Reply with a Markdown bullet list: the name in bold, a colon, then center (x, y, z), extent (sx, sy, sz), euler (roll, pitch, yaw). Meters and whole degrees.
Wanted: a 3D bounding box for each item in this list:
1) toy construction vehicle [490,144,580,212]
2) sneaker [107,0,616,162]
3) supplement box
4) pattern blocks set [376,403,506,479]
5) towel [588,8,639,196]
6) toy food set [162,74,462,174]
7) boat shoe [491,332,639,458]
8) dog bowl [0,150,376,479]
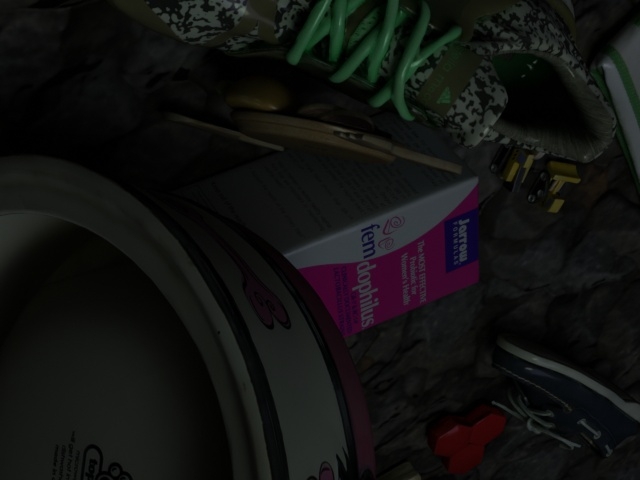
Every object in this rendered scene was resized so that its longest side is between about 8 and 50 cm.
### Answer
- **toy construction vehicle**: center (0.193, -0.067, 1.190), extent (0.086, 0.035, 0.098), euler (9, 121, -37)
- **sneaker**: center (0.052, -0.141, 0.930), extent (0.410, 0.182, 0.158), euler (8, 121, -36)
- **supplement box**: center (0.000, 0.000, 1.070), extent (0.220, 0.114, 0.111), euler (-23, 134, -17)
- **pattern blocks set**: center (0.033, 0.297, 1.404), extent (0.325, 0.026, 0.285), euler (-18, 133, -19)
- **towel**: center (0.391, -0.176, 1.222), extent (0.325, 0.038, 0.248), euler (-36, 136, -1)
- **toy food set**: center (-0.002, -0.082, 0.964), extent (0.132, 0.192, 0.038), euler (13, 89, -48)
- **boat shoe**: center (0.232, 0.154, 1.366), extent (0.079, 0.095, 0.254), euler (-56, 143, 4)
- **dog bowl**: center (-0.140, 0.146, 0.921), extent (0.150, 0.408, 0.408), euler (-3, 129, -53)
